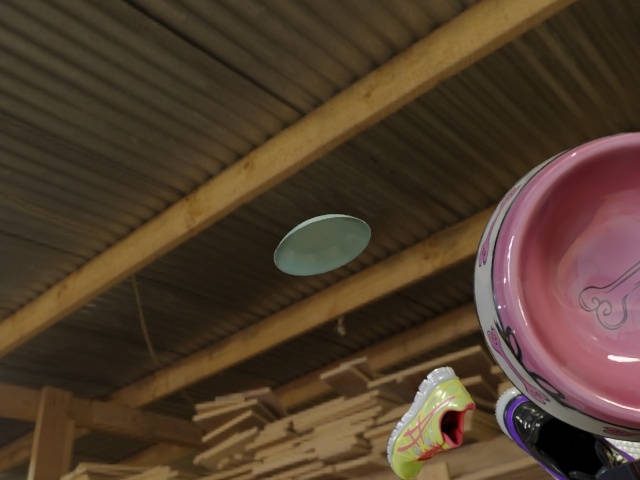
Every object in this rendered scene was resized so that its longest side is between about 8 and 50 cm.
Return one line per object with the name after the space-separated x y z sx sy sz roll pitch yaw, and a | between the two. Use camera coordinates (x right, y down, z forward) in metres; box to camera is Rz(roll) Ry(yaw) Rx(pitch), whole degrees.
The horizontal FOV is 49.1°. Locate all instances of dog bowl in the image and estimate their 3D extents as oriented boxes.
0.397 0.049 0.868 0.408 0.408 0.150 -13 -12 10 | dog bowl

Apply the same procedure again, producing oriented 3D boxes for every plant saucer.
0.000 0.000 1.355 0.195 0.037 0.195 -15 -31 -9 | plant saucer

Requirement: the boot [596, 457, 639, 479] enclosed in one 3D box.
0.456 0.281 0.858 0.106 0.082 0.219 2 -23 -43 | boot

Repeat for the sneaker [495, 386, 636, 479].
0.397 0.334 1.028 0.293 0.102 0.146 35 -4 -5 | sneaker

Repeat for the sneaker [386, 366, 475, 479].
0.176 0.307 1.106 0.081 0.094 0.208 2 -62 -39 | sneaker

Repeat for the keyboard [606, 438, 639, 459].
0.647 0.397 1.301 0.256 0.072 0.014 6 -39 7 | keyboard
